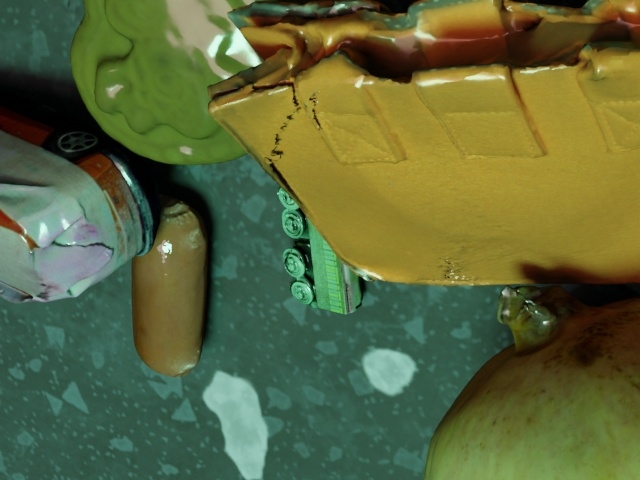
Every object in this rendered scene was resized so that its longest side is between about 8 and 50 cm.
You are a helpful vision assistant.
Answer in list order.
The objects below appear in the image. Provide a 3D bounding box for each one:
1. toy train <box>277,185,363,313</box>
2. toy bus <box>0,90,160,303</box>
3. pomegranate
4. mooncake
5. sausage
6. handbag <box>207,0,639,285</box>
[{"bbox_3d":[0.000,0.000,1.397,0.071,0.038,0.147,8,121,25],"label":"toy train"},{"bbox_3d":[-0.297,-0.048,1.423,0.303,0.147,0.127,25,139,34],"label":"toy bus"},{"bbox_3d":[0.233,0.175,1.198,0.338,0.338,0.338,13,122,21],"label":"pomegranate"},{"bbox_3d":[-0.101,-0.170,1.307,0.235,0.117,0.234,12,119,23],"label":"mooncake"},{"bbox_3d":[-0.145,0.047,1.480,0.077,0.077,0.194,17,121,19],"label":"sausage"},{"bbox_3d":[0.153,-0.077,1.145,0.410,0.116,0.303,0,151,27],"label":"handbag"}]
